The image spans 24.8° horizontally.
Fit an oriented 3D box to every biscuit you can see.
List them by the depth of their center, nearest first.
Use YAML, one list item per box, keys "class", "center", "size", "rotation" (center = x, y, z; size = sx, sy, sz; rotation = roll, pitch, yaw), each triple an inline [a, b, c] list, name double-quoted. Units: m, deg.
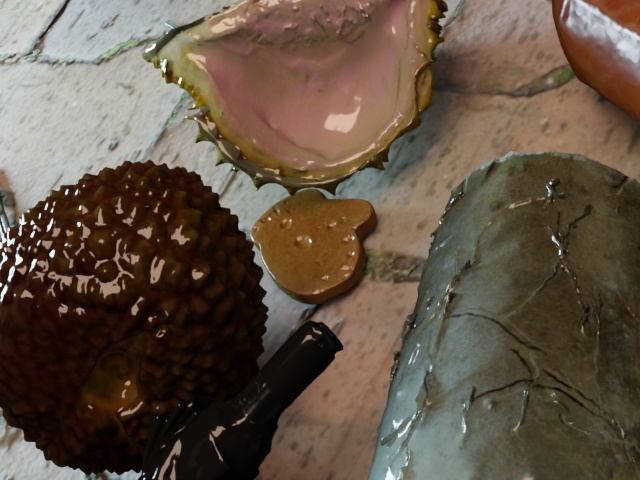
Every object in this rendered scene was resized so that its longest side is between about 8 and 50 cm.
- class: "biscuit"
  center: [0.001, 0.001, 1.372]
  size: [0.118, 0.023, 0.140]
  rotation: [-29, 44, 2]

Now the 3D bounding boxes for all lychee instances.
- class: "lychee"
  center: [-0.169, 0.060, 1.271]
  size: [0.267, 0.267, 0.267]
  rotation: [-16, 47, 17]

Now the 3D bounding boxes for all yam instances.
- class: "yam"
  center: [0.157, 0.120, 1.043]
  size: [0.241, 0.241, 0.348]
  rotation: [-6, 48, 25]

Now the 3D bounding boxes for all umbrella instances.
- class: "umbrella"
  center: [-0.107, 0.193, 1.151]
  size: [0.340, 0.118, 0.118]
  rotation: [-46, 43, 10]

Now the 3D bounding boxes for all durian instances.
- class: "durian"
  center: [0.001, -0.142, 1.401]
  size: [0.305, 0.185, 0.196]
  rotation: [-19, 67, -2]

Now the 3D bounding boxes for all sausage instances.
- class: "sausage"
  center: [0.307, -0.176, 1.265]
  size: [0.153, 0.141, 0.268]
  rotation: [-39, 47, -7]

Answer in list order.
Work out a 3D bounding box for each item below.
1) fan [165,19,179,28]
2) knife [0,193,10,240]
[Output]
- class: "fan"
  center: [-0.138, -0.229, 1.658]
  size: [0.085, 0.005, 0.133]
  rotation: [-47, 47, -13]
- class: "knife"
  center: [-0.357, -0.032, 1.604]
  size: [0.022, 0.026, 0.184]
  rotation: [0, 36, -23]
